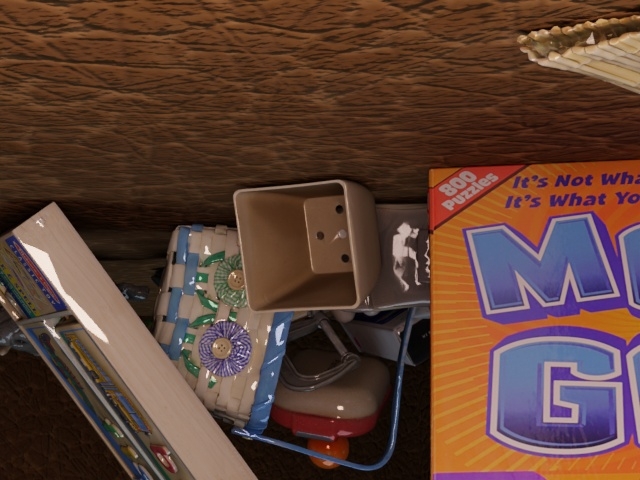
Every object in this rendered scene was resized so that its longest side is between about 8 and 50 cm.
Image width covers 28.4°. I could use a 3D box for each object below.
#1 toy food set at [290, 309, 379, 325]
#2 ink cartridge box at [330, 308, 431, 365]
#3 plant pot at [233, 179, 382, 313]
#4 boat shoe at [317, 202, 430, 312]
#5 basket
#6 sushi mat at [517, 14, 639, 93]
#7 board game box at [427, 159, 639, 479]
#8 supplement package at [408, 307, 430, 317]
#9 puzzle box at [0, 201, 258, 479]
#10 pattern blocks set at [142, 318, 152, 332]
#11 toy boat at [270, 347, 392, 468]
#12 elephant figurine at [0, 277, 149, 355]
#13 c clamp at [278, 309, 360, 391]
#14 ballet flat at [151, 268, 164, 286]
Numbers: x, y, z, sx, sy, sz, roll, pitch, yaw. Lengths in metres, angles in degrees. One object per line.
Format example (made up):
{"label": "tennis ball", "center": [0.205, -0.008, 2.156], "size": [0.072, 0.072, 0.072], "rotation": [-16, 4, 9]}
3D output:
{"label": "toy food set", "center": [-0.018, 0.114, 1.731], "size": [0.306, 0.092, 0.220], "rotation": [-21, -175, 2]}
{"label": "ink cartridge box", "center": [0.138, 0.095, 1.771], "size": [0.176, 0.069, 0.371], "rotation": [-30, -173, -11]}
{"label": "plant pot", "center": [0.000, 0.000, 1.112], "size": [0.109, 0.109, 0.096], "rotation": [-4, -174, 28]}
{"label": "boat shoe", "center": [0.160, 0.011, 1.231], "size": [0.356, 0.132, 0.130], "rotation": [6, -173, 18]}
{"label": "basket", "center": [-0.042, 0.108, 1.393], "size": [0.289, 0.254, 0.201], "rotation": [11, 170, -9]}
{"label": "sushi mat", "center": [0.249, -0.088, 0.684], "size": [0.151, 0.019, 0.317], "rotation": [-7, 172, 37]}
{"label": "board game box", "center": [0.270, 0.182, 0.993], "size": [0.356, 0.356, 0.356], "rotation": [-2, 134, 7]}
{"label": "supplement package", "center": [0.177, 0.034, 1.441], "size": [0.105, 0.105, 0.179], "rotation": [1, 174, -18]}
{"label": "puzzle box", "center": [-0.204, 0.154, 1.302], "size": [0.052, 0.409, 0.272], "rotation": [-39, -170, -24]}
{"label": "pattern blocks set", "center": [-0.177, 0.110, 1.703], "size": [0.285, 0.026, 0.325], "rotation": [-23, -173, -28]}
{"label": "toy boat", "center": [0.014, 0.242, 1.741], "size": [0.151, 0.151, 0.231], "rotation": [8, -166, 12]}
{"label": "elephant figurine", "center": [-0.359, 0.100, 1.676], "size": [0.169, 0.186, 0.239], "rotation": [29, 177, 3]}
{"label": "c clamp", "center": [0.000, 0.126, 1.534], "size": [0.137, 0.022, 0.160], "rotation": [-16, -149, -8]}
{"label": "ballet flat", "center": [-0.191, 0.060, 1.930], "size": [0.173, 0.049, 0.057], "rotation": [1, 144, 40]}
